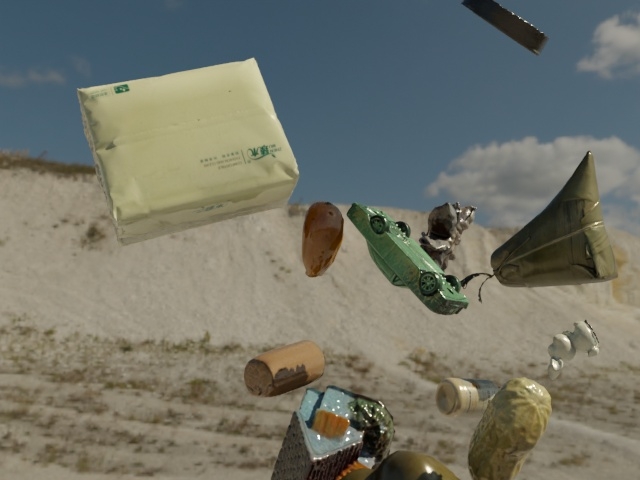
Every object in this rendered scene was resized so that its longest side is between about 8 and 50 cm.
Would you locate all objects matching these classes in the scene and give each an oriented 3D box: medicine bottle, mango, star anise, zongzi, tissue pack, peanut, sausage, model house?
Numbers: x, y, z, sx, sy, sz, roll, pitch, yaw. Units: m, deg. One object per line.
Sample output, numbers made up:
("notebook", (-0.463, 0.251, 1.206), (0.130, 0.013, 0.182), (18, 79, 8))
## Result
("medicine bottle", (0.462, 0.459, 1.939), (0.252, 0.114, 0.114), (9, -12, -28))
("mango", (0.004, -0.001, 1.378), (0.084, 0.159, 0.105), (2, 2, 10))
("star anise", (0.311, -0.008, 1.684), (0.093, 0.236, 0.229), (27, -34, 28))
("zongzi", (0.641, -0.032, 2.034), (0.447, 0.417, 0.181), (-8, -7, 29))
("tissue pack", (-0.268, -0.181, 1.365), (0.381, 0.297, 0.207), (-17, -13, -19))
("peanut", (0.461, 0.488, 1.660), (0.152, 0.313, 0.152), (24, 16, -7))
("sausage", (-0.100, 0.344, 1.783), (0.123, 0.123, 0.253), (-4, -1, 31))
("model house", (0.011, 0.634, 1.828), (0.298, 0.360, 0.339), (23, 22, 10))

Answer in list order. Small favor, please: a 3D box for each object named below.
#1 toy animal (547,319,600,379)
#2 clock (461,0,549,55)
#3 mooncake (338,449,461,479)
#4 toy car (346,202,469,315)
("toy animal", (0.537, 0.234, 1.448), (0.124, 0.085, 0.071), (-24, -31, 3))
("clock", (0.356, -0.422, 1.288), (0.185, 0.040, 0.184), (29, 23, -14))
("mooncake", (0.183, 0.730, 1.519), (0.262, 0.466, 0.467), (40, -28, -25))
("toy car", (0.188, 0.044, 1.479), (0.097, 0.320, 0.141), (-50, -31, 18))
